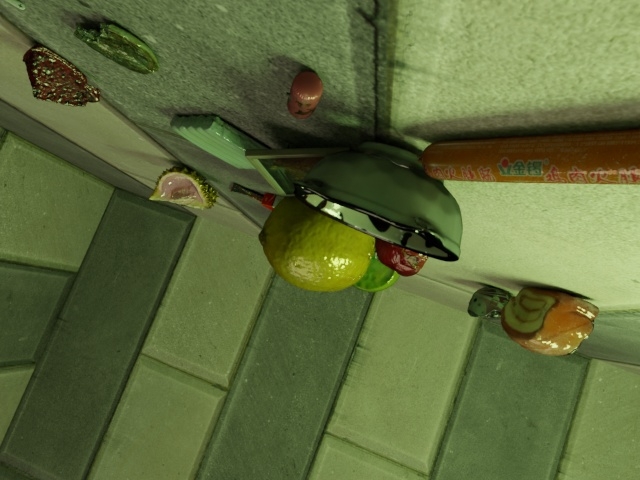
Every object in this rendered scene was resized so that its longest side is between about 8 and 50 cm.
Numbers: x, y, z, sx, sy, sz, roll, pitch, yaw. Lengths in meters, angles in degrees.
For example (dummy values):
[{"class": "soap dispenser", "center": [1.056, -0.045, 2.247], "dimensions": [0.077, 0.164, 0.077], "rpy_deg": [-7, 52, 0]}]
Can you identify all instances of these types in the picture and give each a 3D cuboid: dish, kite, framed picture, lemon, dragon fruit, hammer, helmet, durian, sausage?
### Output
[{"class": "dish", "center": [0.103, -0.071, 0.721], "dimensions": [0.303, 0.120, 0.303], "rpy_deg": [23, 177, 1]}, {"class": "kite", "center": [-0.237, -0.155, 1.538], "dimensions": [0.232, 0.009, 0.189], "rpy_deg": [18, 174, 30]}, {"class": "framed picture", "center": [-0.020, -0.125, 0.890], "dimensions": [0.184, 0.016, 0.250], "rpy_deg": [0, 170, 9]}, {"class": "lemon", "center": [0.000, 0.000, 1.090], "dimensions": [0.268, 0.267, 0.267], "rpy_deg": [20, 173, 3]}, {"class": "dragon fruit", "center": [0.211, 0.024, 1.183], "dimensions": [0.121, 0.127, 0.161], "rpy_deg": [14, 175, -12]}, {"class": "hammer", "center": [-0.021, -0.183, 0.587], "dimensions": [0.043, 0.043, 0.083], "rpy_deg": [22, 174, -8]}, {"class": "helmet", "center": [0.596, 0.213, 1.589], "dimensions": [0.177, 0.107, 0.153], "rpy_deg": [1, 168, 4]}, {"class": "dragon fruit", "center": [-0.496, -0.311, 0.890], "dimensions": [0.063, 0.097, 0.131], "rpy_deg": [19, -167, 38]}, {"class": "durian", "center": [-0.446, -0.172, 1.529], "dimensions": [0.183, 0.132, 0.165], "rpy_deg": [4, 177, 27]}, {"class": "sausage", "center": [0.239, -0.088, 0.503], "dimensions": [0.053, 0.053, 0.348], "rpy_deg": [26, 171, -37]}]

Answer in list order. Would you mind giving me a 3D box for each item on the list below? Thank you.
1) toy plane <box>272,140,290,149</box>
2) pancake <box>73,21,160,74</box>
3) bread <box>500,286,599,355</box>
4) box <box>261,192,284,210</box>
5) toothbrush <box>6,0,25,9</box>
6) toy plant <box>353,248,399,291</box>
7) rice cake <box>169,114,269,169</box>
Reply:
[{"class": "toy plane", "center": [-0.058, -0.156, 0.895], "dimensions": [0.103, 0.040, 0.111], "rpy_deg": [9, 170, 7]}, {"class": "pancake", "center": [-0.299, -0.284, 0.688], "dimensions": [0.130, 0.022, 0.116], "rpy_deg": [17, 175, 25]}, {"class": "bread", "center": [0.613, 0.220, 1.289], "dimensions": [0.123, 0.190, 0.244], "rpy_deg": [35, 174, -8]}, {"class": "box", "center": [-0.094, -0.099, 1.421], "dimensions": [0.152, 0.048, 0.100], "rpy_deg": [18, 171, 36]}, {"class": "toothbrush", "center": [-0.487, -0.366, 0.650], "dimensions": [0.131, 0.011, 0.013], "rpy_deg": [24, -167, -30]}, {"class": "toy plant", "center": [0.176, 0.052, 1.436], "dimensions": [0.224, 0.184, 0.316], "rpy_deg": [24, -170, 10]}, {"class": "rice cake", "center": [-0.189, -0.198, 0.967], "dimensions": [0.189, 0.037, 0.198], "rpy_deg": [14, 170, 41]}]
